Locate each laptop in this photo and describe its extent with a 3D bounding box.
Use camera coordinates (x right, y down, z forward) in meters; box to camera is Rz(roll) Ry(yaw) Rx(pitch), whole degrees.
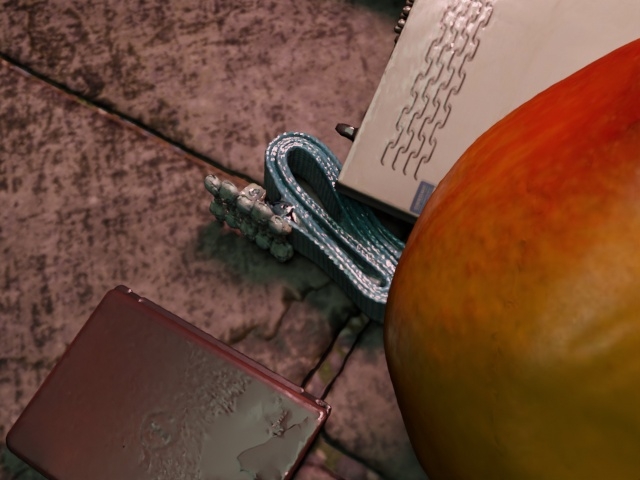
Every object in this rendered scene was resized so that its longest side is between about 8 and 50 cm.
[{"bbox_3d":[-0.115,0.140,0.640,0.207,0.026,0.154,27,74,19],"label":"laptop"}]

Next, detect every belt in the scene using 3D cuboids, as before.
[{"bbox_3d":[0.000,-0.002,0.668,0.100,0.065,0.179,-34,65,-19],"label":"belt"}]

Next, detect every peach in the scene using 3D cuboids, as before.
[{"bbox_3d":[0.186,0.036,0.472,0.288,0.289,0.308,4,107,10],"label":"peach"}]

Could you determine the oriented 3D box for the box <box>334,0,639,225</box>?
[{"bbox_3d":[0.141,-0.126,0.662,0.210,0.045,0.270,22,82,-2],"label":"box"}]
